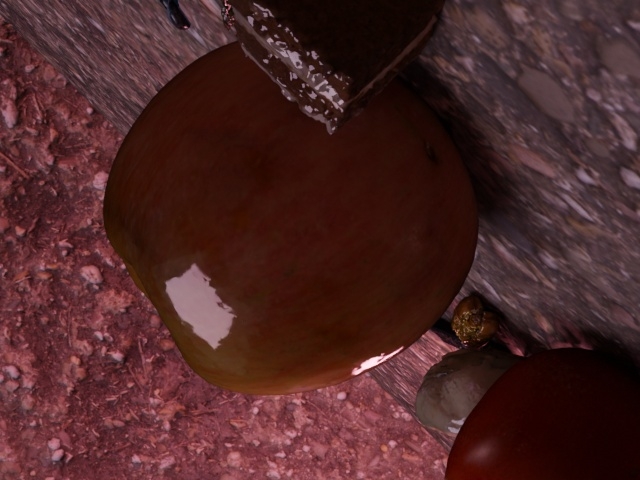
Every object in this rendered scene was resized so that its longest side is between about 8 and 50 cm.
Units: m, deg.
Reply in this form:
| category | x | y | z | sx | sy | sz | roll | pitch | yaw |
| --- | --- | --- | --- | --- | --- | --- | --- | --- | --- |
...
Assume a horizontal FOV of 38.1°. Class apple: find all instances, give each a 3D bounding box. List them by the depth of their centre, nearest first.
| category | x | y | z | sx | sy | sz | roll | pitch | yaw |
| --- | --- | --- | --- | --- | --- | --- | --- | --- | --- |
| apple | -0.043 | -0.022 | 1.000 | 0.391 | 0.346 | 0.391 | 48 | 172 | 10 |

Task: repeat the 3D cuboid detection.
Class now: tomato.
| category | x | y | z | sx | sy | sz | roll | pitch | yaw |
| --- | --- | --- | --- | --- | --- | --- | --- | --- | --- |
| tomato | 0.316 | 0.292 | 1.099 | 0.325 | 0.293 | 0.289 | 46 | 157 | 16 |

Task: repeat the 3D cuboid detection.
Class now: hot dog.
| category | x | y | z | sx | sy | sz | roll | pitch | yaw |
| --- | --- | --- | --- | --- | --- | --- | --- | --- | --- |
| hot dog | 0.229 | 0.125 | 1.390 | 0.071 | 0.045 | 0.165 | 41 | 170 | 12 |

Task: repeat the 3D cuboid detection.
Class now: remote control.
| category | x | y | z | sx | sy | sz | roll | pitch | yaw |
| --- | --- | --- | --- | --- | --- | --- | --- | --- | --- |
| remote control | 0.255 | 0.176 | 1.566 | 0.063 | 0.025 | 0.245 | 46 | 170 | -21 |

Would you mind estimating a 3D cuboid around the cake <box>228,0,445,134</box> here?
| category | x | y | z | sx | sy | sz | roll | pitch | yaw |
| --- | --- | --- | --- | --- | --- | --- | --- | --- | --- |
| cake | 0.008 | -0.177 | 0.752 | 0.135 | 0.134 | 0.147 | 45 | 164 | 5 |

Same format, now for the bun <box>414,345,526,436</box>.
| category | x | y | z | sx | sy | sz | roll | pitch | yaw |
| --- | --- | --- | --- | --- | --- | --- | --- | --- | --- |
| bun | 0.259 | 0.229 | 1.371 | 0.239 | 0.141 | 0.239 | 12 | 177 | 1 |

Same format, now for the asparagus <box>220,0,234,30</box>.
| category | x | y | z | sx | sy | sz | roll | pitch | yaw |
| --- | --- | --- | --- | --- | --- | --- | --- | --- | --- |
| asparagus | -0.120 | -0.307 | 1.049 | 0.023 | 0.022 | 0.233 | -3 | 158 | 5 |

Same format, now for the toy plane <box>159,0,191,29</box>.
| category | x | y | z | sx | sy | sz | roll | pitch | yaw |
| --- | --- | --- | --- | --- | --- | --- | --- | --- | --- |
| toy plane | -0.245 | -0.362 | 1.143 | 0.246 | 0.078 | 0.169 | 39 | 170 | 26 |
